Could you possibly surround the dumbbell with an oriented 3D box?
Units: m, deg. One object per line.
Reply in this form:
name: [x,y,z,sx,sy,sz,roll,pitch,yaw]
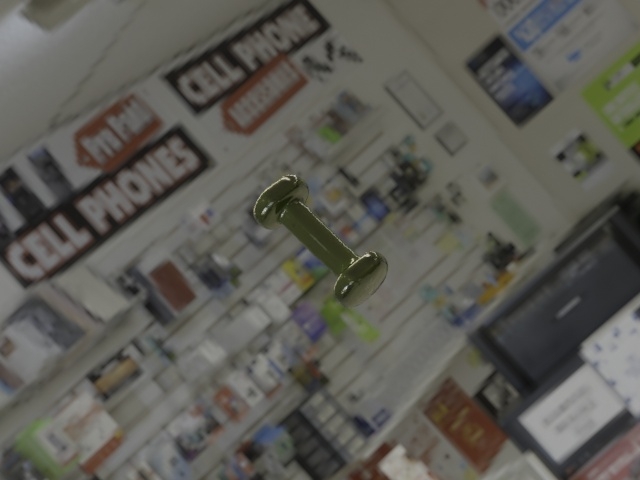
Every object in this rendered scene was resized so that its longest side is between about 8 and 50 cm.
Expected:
dumbbell: [0.000,0.000,1.078,0.052,0.118,0.046,-39,-23,-14]
